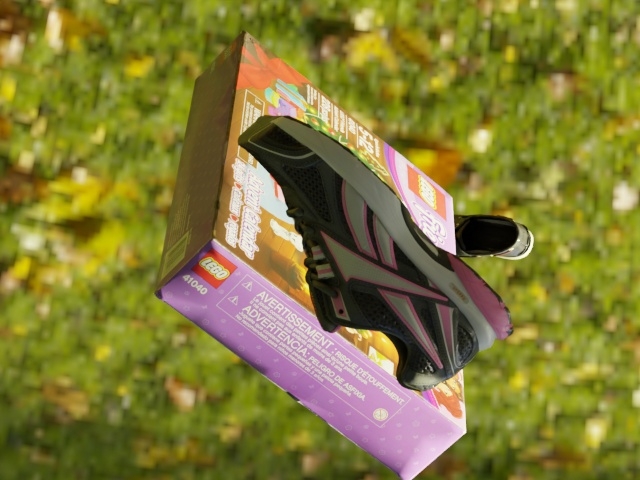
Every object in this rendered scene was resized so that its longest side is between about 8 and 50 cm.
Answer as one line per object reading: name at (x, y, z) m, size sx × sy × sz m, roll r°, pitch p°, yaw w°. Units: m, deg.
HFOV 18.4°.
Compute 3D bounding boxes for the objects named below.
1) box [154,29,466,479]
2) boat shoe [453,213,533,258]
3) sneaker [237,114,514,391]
box at (0.000, 0.000, 1.274) m, size 0.201 × 0.293 × 0.057 m, roll 38°, pitch 114°, yaw -19°
boat shoe at (0.145, -0.006, 1.981) m, size 0.133 × 0.049 × 0.042 m, roll 3°, pitch 166°, yaw 26°
sneaker at (0.018, 0.010, 1.044) m, size 0.178 × 0.077 × 0.072 m, roll 44°, pitch 176°, yaw -1°
